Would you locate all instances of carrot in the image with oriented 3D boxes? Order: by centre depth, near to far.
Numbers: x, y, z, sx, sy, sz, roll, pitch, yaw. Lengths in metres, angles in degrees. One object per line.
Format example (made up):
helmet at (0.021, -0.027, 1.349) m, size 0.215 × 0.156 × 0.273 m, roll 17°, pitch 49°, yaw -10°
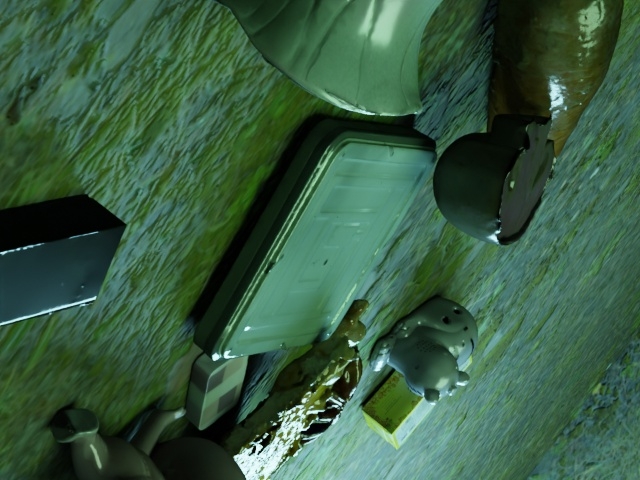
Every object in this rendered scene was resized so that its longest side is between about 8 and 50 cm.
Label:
carrot at (0.255, -0.196, 1.548) m, size 0.138 × 0.138 × 0.302 m, roll -44°, pitch 157°, yaw -21°

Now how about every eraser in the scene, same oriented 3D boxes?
eraser at (-0.110, 0.151, 1.486) m, size 0.065 × 0.026 × 0.105 m, roll -33°, pitch 151°, yaw -35°

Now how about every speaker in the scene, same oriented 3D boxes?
speaker at (-0.240, 0.024, 1.015) m, size 0.218 × 0.044 × 0.082 m, roll -17°, pitch 139°, yaw -55°

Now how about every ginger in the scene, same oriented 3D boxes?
ginger at (0.026, 0.109, 1.688) m, size 0.097 × 0.030 × 0.048 m, roll -42°, pitch 129°, yaw -30°

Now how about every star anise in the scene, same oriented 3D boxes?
star anise at (0.009, 0.194, 1.726) m, size 0.168 × 0.057 × 0.168 m, roll -46°, pitch 175°, yaw -6°

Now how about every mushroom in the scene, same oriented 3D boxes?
mushroom at (0.183, -0.068, 1.512) m, size 0.188 × 0.117 × 0.141 m, roll -23°, pitch 117°, yaw -68°

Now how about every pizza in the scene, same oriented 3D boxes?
pizza at (-0.066, 0.216, 1.578) m, size 0.189 × 0.071 × 0.297 m, roll -19°, pitch 153°, yaw -53°

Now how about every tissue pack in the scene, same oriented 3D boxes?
tissue pack at (0.140, 0.208, 2.019) m, size 0.176 × 0.062 × 0.095 m, roll -49°, pitch 160°, yaw -11°

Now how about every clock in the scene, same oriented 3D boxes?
clock at (0.163, 0.154, 1.906) m, size 0.176 × 0.117 × 0.080 m, roll -31°, pitch 150°, yaw -43°

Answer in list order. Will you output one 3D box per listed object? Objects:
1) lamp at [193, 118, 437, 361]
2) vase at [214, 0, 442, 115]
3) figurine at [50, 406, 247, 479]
lamp at (0.000, 0.000, 1.444) m, size 0.269 × 0.047 × 0.266 m, roll -60°, pitch 157°, yaw 15°
vase at (0.100, -0.298, 0.972) m, size 0.445 × 0.250 × 0.250 m, roll -56°, pitch 158°, yaw 21°
figurine at (-0.186, 0.267, 1.376) m, size 0.186 × 0.176 × 0.287 m, roll -39°, pitch 154°, yaw 13°
